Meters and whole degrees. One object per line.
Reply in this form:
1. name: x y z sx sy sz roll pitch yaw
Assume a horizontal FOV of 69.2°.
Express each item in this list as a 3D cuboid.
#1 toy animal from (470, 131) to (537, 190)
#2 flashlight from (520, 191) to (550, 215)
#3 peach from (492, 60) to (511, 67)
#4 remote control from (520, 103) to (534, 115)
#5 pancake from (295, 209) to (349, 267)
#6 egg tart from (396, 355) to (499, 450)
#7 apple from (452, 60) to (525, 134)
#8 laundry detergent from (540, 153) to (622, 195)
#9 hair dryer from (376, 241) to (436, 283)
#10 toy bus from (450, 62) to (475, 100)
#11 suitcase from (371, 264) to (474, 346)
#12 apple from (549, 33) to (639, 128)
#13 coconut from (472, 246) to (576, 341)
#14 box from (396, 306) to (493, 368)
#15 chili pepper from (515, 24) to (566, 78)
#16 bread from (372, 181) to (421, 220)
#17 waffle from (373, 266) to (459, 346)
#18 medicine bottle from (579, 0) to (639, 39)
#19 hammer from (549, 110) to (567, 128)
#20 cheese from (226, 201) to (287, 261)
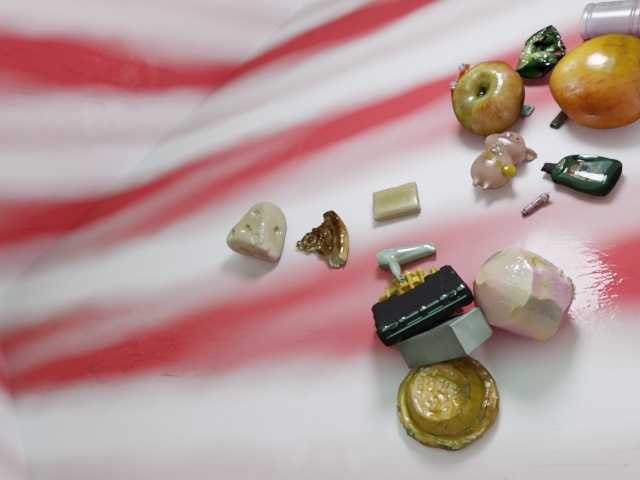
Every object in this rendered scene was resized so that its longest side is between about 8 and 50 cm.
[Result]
1. toy animal: 0.619 -0.273 1.609 0.165 0.149 0.248 36 72 27
2. flashlight: 0.705 -0.119 1.512 0.110 0.052 0.031 -40 81 7
3. peach: 0.705 -0.646 1.855 0.138 0.138 0.138 -17 49 20
4. remote control: 0.756 -0.508 1.788 0.124 0.018 0.053 26 73 41
5. pancake: 0.000 0.000 1.837 0.244 0.057 0.266 -15 51 23
6. egg tart: 0.334 0.426 1.268 0.288 0.118 0.288 -18 51 24
7. apple: 0.629 -0.521 1.727 0.264 0.264 0.264 -17 49 20
8. laundry detergent: 0.827 -0.223 1.488 0.144 0.078 0.221 -49 44 -13
9. hair dryer: 0.286 0.079 1.536 0.206 0.075 0.237 -15 20 16
10. toy bus: 0.611 -0.675 1.970 0.077 0.079 0.174 16 65 29
11. suitcase: 0.289 0.187 1.359 0.285 0.066 0.206 -30 12 8
12. apple: 0.913 -0.509 1.509 0.275 0.299 0.299 -10 50 49
13. coconut: 0.527 0.134 1.240 0.233 0.245 0.233 -53 22 32
14. box: 0.334 0.269 1.271 0.225 0.129 0.086 -39 76 52
15. chili pepper: 0.874 -0.729 1.837 0.148 0.116 0.265 -1 55 45
16. bread: 0.288 -0.147 1.769 0.178 0.060 0.140 -13 52 23
17. waffle: 0.308 0.211 1.480 0.283 0.065 0.309 16 67 40
18. medicine bottle: 1.120 -0.823 1.728 0.249 0.133 0.133 18 68 41
19. hammer: 0.952 -0.545 1.683 0.365 0.043 0.111 -48 46 -7
20. cheese: -0.264 -0.044 1.960 0.251 0.173 0.248 -2 57 37
